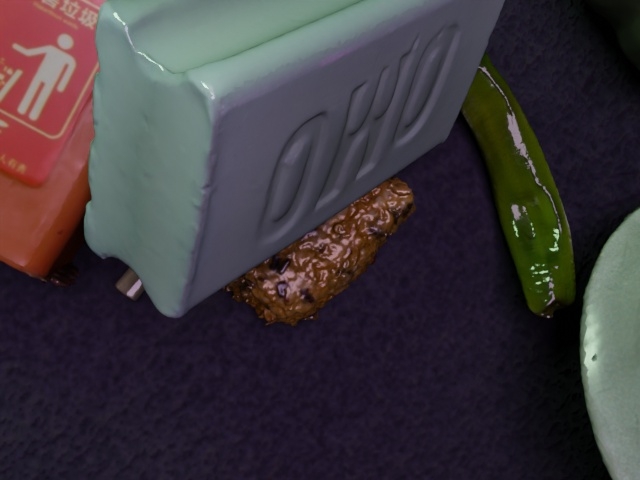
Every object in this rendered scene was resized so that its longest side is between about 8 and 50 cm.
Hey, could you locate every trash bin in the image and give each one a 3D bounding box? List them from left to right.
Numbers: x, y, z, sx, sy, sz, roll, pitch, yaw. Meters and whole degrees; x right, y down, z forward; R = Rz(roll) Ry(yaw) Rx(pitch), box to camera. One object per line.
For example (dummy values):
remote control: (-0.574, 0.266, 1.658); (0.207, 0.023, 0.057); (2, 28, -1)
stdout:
trash bin: (-0.158, -0.107, 0.554); (0.161, 0.184, 0.238); (28, 93, -7)

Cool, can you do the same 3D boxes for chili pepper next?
chili pepper: (0.145, -0.044, 0.656); (0.052, 0.050, 0.201); (-20, 87, 5)

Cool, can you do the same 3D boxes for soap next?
soap: (-0.005, -0.086, 0.516); (0.088, 0.159, 0.265); (37, 46, 21)

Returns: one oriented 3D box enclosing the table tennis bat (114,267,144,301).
table tennis bat: (-0.086, -0.024, 0.613); (0.087, 0.013, 0.156); (38, 84, 22)

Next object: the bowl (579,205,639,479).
bowl: (0.339, 0.087, 0.582); (0.313, 0.146, 0.313); (10, 66, -23)

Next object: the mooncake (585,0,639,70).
mooncake: (0.317, -0.233, 0.659); (0.275, 0.135, 0.274); (1, 88, -14)

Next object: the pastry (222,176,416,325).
pastry: (0.000, 0.000, 0.623); (0.080, 0.056, 0.140); (37, 83, 6)
